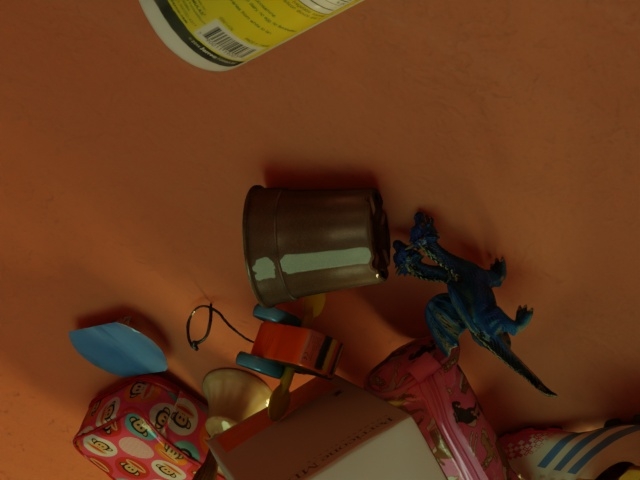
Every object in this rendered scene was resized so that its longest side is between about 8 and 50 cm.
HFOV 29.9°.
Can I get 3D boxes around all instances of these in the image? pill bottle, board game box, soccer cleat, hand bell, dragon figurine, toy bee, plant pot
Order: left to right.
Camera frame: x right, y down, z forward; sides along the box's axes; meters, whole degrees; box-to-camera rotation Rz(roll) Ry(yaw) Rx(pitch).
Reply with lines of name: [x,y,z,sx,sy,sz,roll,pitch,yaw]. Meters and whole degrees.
board game box: [-0.322,0.167,1.942,0.168,0.033,0.133,-13,133,36]
hand bell: [-0.163,0.335,1.898,0.126,0.242,0.126,10,136,10]
toy bee: [-0.045,0.148,1.750,0.162,0.298,0.195,25,100,-35]
pill bottle: [-0.022,-0.319,1.234,0.334,0.188,0.188,-21,123,34]
plant pot: [0.000,0.000,1.575,0.165,0.167,0.167,-6,131,15]
dragon figurine: [0.193,0.096,1.565,0.144,0.289,0.085,-4,151,-33]
soccer cleat: [0.366,0.354,1.799,0.331,0.143,0.116,-19,125,34]

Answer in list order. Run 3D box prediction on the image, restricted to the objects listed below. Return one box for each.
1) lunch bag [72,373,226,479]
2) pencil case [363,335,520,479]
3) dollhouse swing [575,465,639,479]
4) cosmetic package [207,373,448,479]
lunch bag: [-0.272,0.371,2.062,0.293,0.120,0.258,41,133,-22]
pencil case: [0.205,0.323,1.744,0.167,0.160,0.386,-17,106,41]
dollhouse swing: [0.546,0.455,1.693,0.346,0.305,0.315,1,92,17]
cosmetic package: [0.003,0.326,1.655,0.161,0.230,0.453,62,168,-7]
